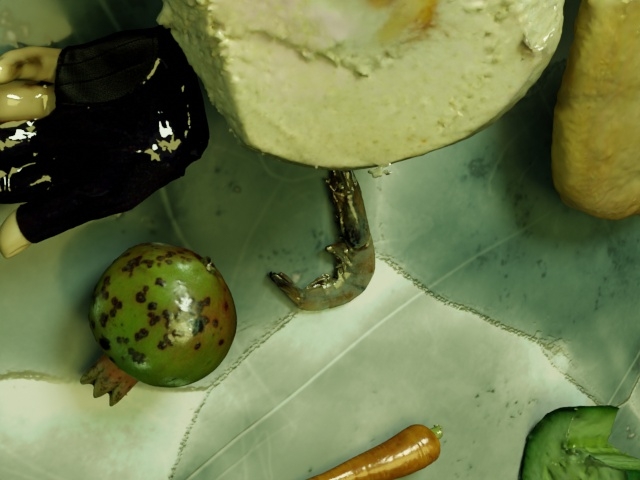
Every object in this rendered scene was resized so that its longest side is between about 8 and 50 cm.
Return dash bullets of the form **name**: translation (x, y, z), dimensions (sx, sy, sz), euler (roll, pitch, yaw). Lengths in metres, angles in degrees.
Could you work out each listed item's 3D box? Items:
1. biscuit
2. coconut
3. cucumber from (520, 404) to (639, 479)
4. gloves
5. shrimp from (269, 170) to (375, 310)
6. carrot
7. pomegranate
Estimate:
- **biscuit**: translation (0.470, -0.211, 1.129), dimensions (0.429, 0.104, 0.446), euler (-19, 134, -29)
- **coconut**: translation (0.042, -0.290, 0.837), dimensions (0.405, 0.404, 0.404), euler (-7, 106, -28)
- **cucumber**: translation (0.405, 0.354, 1.316), dimensions (0.130, 0.191, 0.191), euler (0, 102, -29)
- **gloves**: translation (-0.255, -0.093, 0.848), dimensions (0.301, 0.152, 0.197), euler (-11, 81, -16)
- **shrimp**: translation (-0.002, -0.001, 1.083), dimensions (0.148, 0.035, 0.195), euler (-20, 113, -22)
- **carrot**: translation (0.060, 0.311, 1.180), dimensions (0.257, 0.061, 0.061), euler (-20, 111, -21)
- **pomegranate**: translation (-0.182, 0.093, 0.944), dimensions (0.159, 0.159, 0.205), euler (28, 112, -31)
